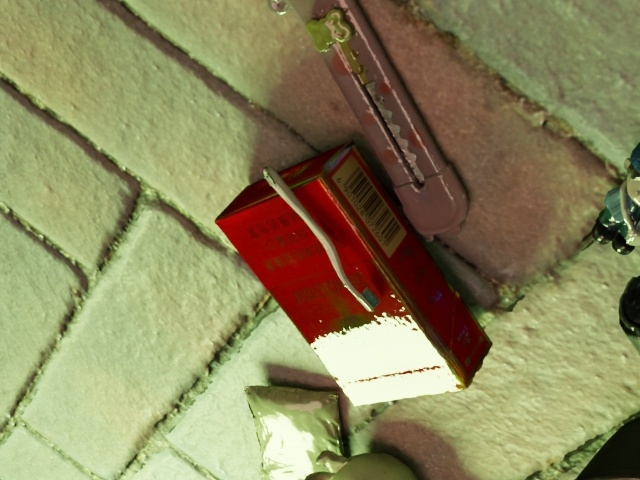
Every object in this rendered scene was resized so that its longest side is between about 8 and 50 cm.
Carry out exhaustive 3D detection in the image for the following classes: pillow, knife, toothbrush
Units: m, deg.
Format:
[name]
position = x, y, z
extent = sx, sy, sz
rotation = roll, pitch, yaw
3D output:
[pillow]
position = -0.032, 0.305, 1.463
extent = 0.148, 0.050, 0.230
rotation = 2, 126, 15
[knife]
position = 0.056, -0.164, 1.079
extent = 0.132, 0.038, 0.399
rotation = -16, 116, 37
[toothbrush]
position = 0.000, 0.000, 1.098
extent = 0.204, 0.022, 0.017
rotation = 51, 156, -12

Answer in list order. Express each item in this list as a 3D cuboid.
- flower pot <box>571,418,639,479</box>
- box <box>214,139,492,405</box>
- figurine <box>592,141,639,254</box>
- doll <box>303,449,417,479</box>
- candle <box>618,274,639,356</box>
[flower pot]
position = 0.407, 0.318, 1.172
extent = 0.269, 0.166, 0.269
rotation = 14, 132, 17
[box]
position = 0.040, 0.050, 1.196
extent = 0.197, 0.089, 0.313
rotation = -19, 112, 44
[figurine]
position = 0.337, -0.045, 1.005
extent = 0.086, 0.087, 0.149
rotation = 30, 147, 5
[doll]
position = 0.106, 0.393, 1.419
extent = 0.275, 0.113, 0.155
rotation = 36, 111, 6
[candle]
position = 0.458, 0.137, 1.003
extent = 0.187, 0.187, 0.330
rotation = -29, 109, 39
